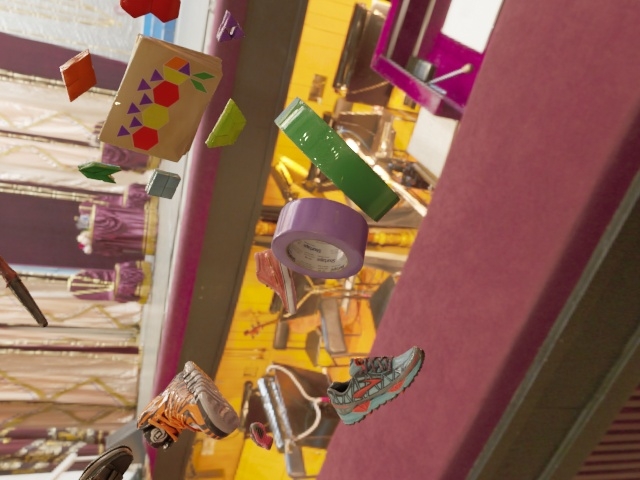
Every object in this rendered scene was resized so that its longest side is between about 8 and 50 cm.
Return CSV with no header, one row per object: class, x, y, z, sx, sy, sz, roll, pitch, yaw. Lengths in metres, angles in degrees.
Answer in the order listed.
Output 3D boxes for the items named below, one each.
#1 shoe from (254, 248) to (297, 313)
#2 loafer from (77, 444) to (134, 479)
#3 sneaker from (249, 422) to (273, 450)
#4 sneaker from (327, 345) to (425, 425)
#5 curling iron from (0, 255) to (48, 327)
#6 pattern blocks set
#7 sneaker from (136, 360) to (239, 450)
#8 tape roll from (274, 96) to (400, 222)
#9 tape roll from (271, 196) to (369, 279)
shoe,-0.114,0.107,1.322,0.063,0.081,0.178,-70,-32,-82
loafer,-0.555,0.615,1.241,0.084,0.267,0.096,22,145,49
sneaker,-0.178,0.547,1.450,0.047,0.057,0.119,-63,-37,-41
sneaker,0.122,0.318,1.208,0.262,0.125,0.104,-40,-2,12
curling iron,-0.692,0.084,1.151,0.274,0.035,0.068,53,163,5
pattern blocks set,-0.238,-0.213,0.786,0.325,0.285,0.026,-51,50,15
sneaker,-0.292,0.392,1.123,0.180,0.124,0.321,-45,17,-14
tape roll,0.039,-0.177,1.149,0.077,0.321,0.321,-45,30,7
tape roll,0.000,0.000,1.048,0.189,0.189,0.080,129,158,-56
